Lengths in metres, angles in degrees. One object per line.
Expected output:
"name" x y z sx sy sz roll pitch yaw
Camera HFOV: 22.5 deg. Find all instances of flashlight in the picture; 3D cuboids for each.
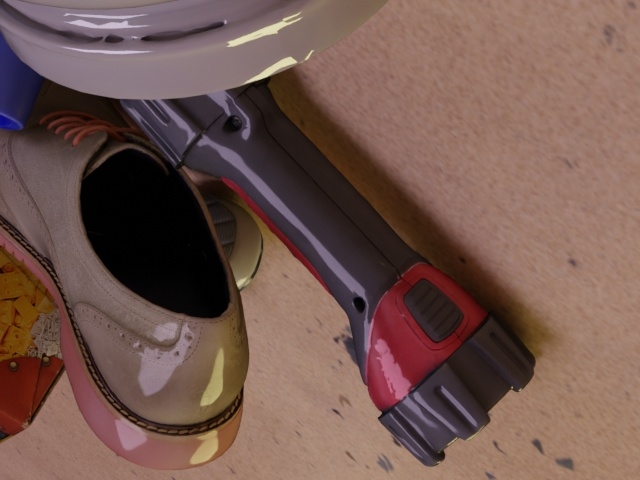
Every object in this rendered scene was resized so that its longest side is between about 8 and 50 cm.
"flashlight" 0.000 0.000 1.015 0.304 0.103 0.103 46 -165 3

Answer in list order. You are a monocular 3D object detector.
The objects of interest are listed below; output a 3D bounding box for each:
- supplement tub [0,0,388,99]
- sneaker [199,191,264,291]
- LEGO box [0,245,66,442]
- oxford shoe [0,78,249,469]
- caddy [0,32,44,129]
"supplement tub" -0.083 -0.235 0.585 0.235 0.235 0.325 28 151 34
"sneaker" -0.102 0.023 1.249 0.091 0.094 0.258 24 164 -28
"LEGO box" -0.446 0.040 1.541 0.372 0.193 0.500 34 154 -12
"oxford shoe" -0.146 -0.040 1.094 0.397 0.140 0.146 54 143 32
"caddy" -0.293 -0.194 1.043 0.241 0.179 0.341 22 173 -39
